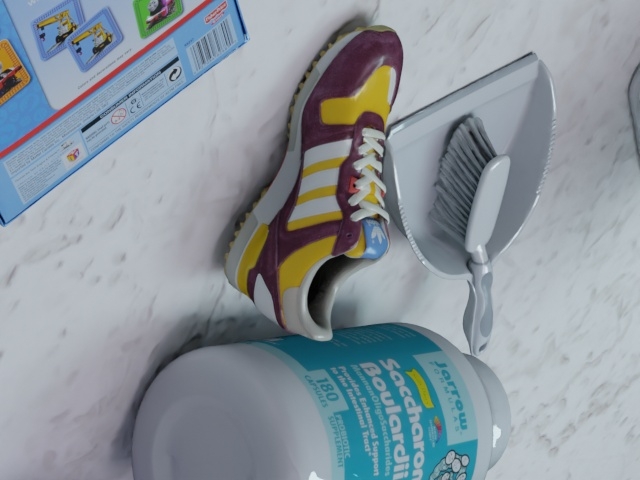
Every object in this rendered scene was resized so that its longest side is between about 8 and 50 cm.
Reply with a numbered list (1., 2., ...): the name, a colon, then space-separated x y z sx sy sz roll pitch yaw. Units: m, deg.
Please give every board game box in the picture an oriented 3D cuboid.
1. board game box: -0.121 -0.122 0.780 0.160 0.039 0.211 -39 149 -16

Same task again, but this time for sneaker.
1. sneaker: 0.017 -0.032 1.006 0.069 0.084 0.185 1 119 -51

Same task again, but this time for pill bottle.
1. pill bottle: 0.015 0.130 1.131 0.264 0.146 0.146 -5 129 -50

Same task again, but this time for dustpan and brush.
1. dustpan and brush: 0.104 -0.007 1.173 0.147 0.060 0.211 -29 144 -30

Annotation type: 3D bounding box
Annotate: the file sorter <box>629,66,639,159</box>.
1. file sorter: 0.381 -0.053 1.271 0.173 0.278 0.193 -39 148 -8
